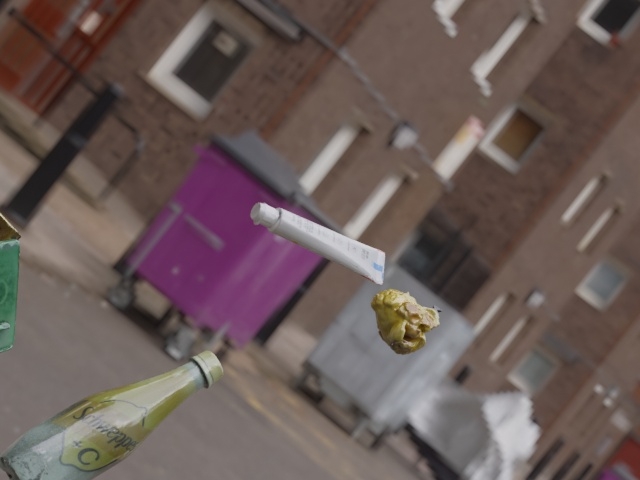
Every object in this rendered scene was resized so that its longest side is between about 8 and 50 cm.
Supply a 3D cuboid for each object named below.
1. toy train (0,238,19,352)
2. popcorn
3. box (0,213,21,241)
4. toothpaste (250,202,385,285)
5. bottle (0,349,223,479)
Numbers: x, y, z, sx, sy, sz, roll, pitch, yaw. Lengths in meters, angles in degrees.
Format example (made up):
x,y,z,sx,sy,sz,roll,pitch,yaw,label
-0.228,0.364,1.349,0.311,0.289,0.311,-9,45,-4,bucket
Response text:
x,y,z,sx,sy,sz,roll,pitch,yaw,label
-0.482,0.060,1.779,0.202,0.145,0.266,13,15,32,toy train
0.106,0.093,1.910,0.084,0.084,0.084,38,-1,0,popcorn
-0.467,0.008,2.104,0.090,0.133,0.023,41,-8,18,box
0.000,0.000,1.932,0.190,0.048,0.031,25,-37,-28,toothpaste
-0.226,0.200,1.792,0.083,0.270,0.083,44,-28,30,bottle
